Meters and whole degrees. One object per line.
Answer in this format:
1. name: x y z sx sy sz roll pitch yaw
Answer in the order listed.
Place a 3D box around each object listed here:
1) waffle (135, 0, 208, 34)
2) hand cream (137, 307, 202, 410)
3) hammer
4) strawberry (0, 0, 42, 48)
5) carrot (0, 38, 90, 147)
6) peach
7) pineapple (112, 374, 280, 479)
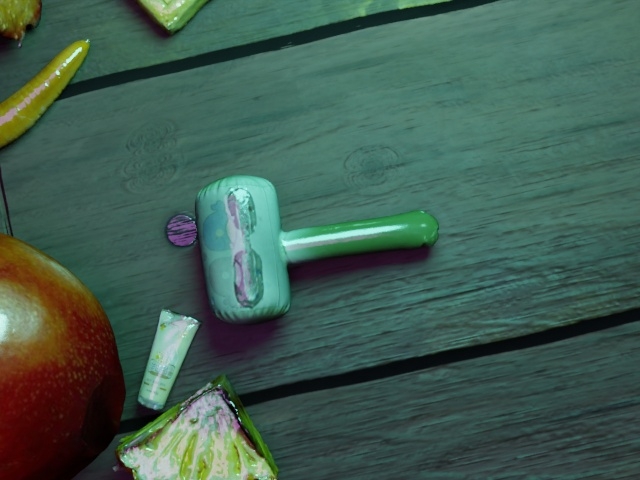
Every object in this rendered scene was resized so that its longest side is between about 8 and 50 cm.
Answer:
1. waffle: -0.205 -0.456 1.092 0.248 0.055 0.221 -44 89 0
2. hand cream: -0.222 0.174 1.101 0.061 0.039 0.143 18 85 3
3. hammer: 0.000 0.000 1.067 0.335 0.119 0.207 -7 90 -6
4. strawberry: -0.488 -0.425 1.012 0.150 0.253 0.280 7 87 17
5. carrot: -0.431 -0.191 1.098 0.271 0.066 0.062 -34 133 -2
6. peach: -0.435 0.175 0.949 0.388 0.388 0.389 0 90 1
7. pineapple: -0.165 0.285 1.074 0.236 0.114 0.186 8 89 -9
